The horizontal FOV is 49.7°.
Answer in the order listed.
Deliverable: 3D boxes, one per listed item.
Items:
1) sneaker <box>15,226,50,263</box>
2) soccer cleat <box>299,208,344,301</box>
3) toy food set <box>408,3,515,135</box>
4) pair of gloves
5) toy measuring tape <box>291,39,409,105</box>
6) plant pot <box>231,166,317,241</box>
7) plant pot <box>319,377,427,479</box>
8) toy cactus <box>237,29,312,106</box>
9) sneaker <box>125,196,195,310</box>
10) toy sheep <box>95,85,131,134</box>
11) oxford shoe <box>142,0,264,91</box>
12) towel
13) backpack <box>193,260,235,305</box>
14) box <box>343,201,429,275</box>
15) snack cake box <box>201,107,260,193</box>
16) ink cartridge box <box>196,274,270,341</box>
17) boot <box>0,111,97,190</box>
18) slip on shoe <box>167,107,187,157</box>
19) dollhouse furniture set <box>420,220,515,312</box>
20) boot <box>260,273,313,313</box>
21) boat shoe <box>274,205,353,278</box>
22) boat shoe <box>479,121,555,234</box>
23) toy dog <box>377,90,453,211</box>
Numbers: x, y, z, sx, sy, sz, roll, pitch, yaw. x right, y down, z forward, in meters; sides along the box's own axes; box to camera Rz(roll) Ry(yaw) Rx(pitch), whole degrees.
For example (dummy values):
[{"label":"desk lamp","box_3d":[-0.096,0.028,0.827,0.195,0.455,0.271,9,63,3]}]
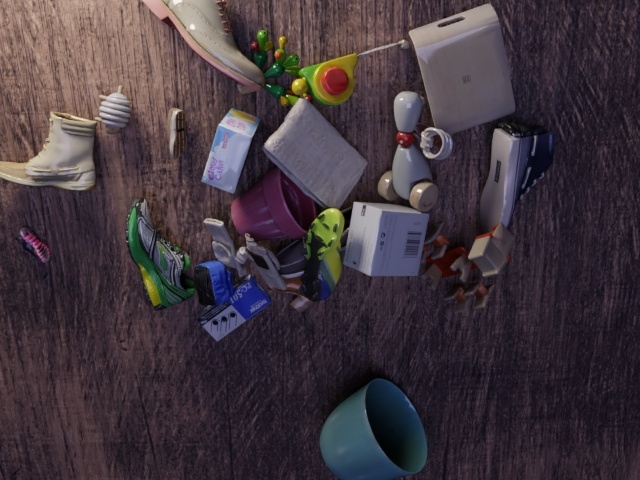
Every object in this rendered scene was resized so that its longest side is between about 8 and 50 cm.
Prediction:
[{"label":"sneaker","box_3d":[-0.827,0.020,1.980,0.057,0.047,0.119,-28,105,24]},{"label":"soccer cleat","box_3d":[0.018,0.033,1.856,0.093,0.121,0.289,33,125,31]},{"label":"toy food set","box_3d":[0.375,-0.436,1.823,0.220,0.092,0.306,-18,117,4]},{"label":"pair of gloves","box_3d":[-0.213,0.044,1.904,0.240,0.042,0.204,21,146,29]},{"label":"toy measuring tape","box_3d":[0.086,-0.422,1.786,0.330,0.121,0.121,-19,110,-12]},{"label":"plant pot","box_3d":[-0.134,-0.084,1.885,0.180,0.201,0.201,-21,110,23]},{"label":"plant pot","box_3d":[0.141,0.598,2.087,0.235,0.293,0.293,-35,108,28]},{"label":"toy cactus","box_3d":[-0.133,-0.428,1.807,0.181,0.112,0.219,-23,119,18]},{"label":"sneaker","box_3d":[-0.453,0.028,1.955,0.146,0.134,0.343,-17,118,-2]},{"label":"toy sheep","box_3d":[-0.544,-0.345,1.830,0.091,0.091,0.132,12,104,-5]},{"label":"oxford shoe","box_3d":[-0.274,-0.535,1.717,0.397,0.140,0.146,42,98,-5]},{"label":"towel","box_3d":[-0.009,-0.223,1.837,0.282,0.049,0.187,43,71,-28]},{"label":"backpack","box_3d":[-0.306,0.117,1.980,0.098,0.101,0.120,-7,100,43]},{"label":"box","box_3d":[0.177,-0.004,1.864,0.182,0.119,0.180,2,102,-37]},{"label":"snack cake box","box_3d":[-0.226,-0.237,1.777,0.089,0.264,0.152,20,108,-7]},{"label":"ink cartridge box","box_3d":[-0.258,0.201,2.051,0.207,0.046,0.097,-36,108,11]},{"label":"boot","box_3d":[-0.734,-0.246,1.853,0.262,0.095,0.203,7,110,-5]},{"label":"slip on shoe","box_3d":[-0.395,-0.292,1.875,0.041,0.051,0.135,24,123,32]},{"label":"dollhouse furniture set","box_3d":[0.406,0.052,1.940,0.262,0.135,0.259,48,144,-15]},{"label":"boot","box_3d":[-0.071,0.098,2.013,0.197,0.073,0.152,41,96,-13]},{"label":"boat shoe","box_3d":[0.000,0.000,1.935,0.325,0.116,0.096,-24,133,3]},{"label":"boat shoe","box_3d":[0.548,-0.160,1.903,0.158,0.127,0.340,-6,122,-16]},{"label":"toy dog","box_3d":[0.265,-0.235,1.840,0.220,0.161,0.333,44,142,23]}]
